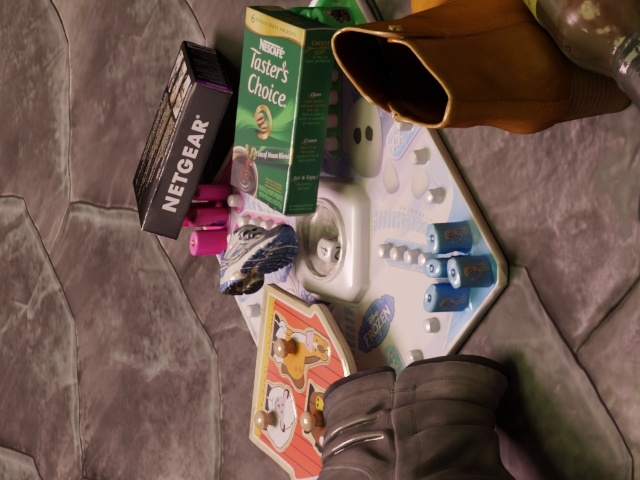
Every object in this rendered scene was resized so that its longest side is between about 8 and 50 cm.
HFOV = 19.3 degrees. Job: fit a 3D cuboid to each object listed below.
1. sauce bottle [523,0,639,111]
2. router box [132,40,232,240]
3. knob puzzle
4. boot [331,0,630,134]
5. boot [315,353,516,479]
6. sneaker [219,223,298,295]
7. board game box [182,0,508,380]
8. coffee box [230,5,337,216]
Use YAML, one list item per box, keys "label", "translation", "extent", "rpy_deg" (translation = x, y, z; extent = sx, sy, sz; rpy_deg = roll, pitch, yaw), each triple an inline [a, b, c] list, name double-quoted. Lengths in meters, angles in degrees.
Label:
- label: "sauce bottle"
  translation: [0.208, -0.207, 1.451]
  extent: [0.344, 0.111, 0.111]
  rpy_deg: [59, 139, 32]
- label: "router box"
  translation: [-0.150, -0.108, 2.012]
  extent: [0.133, 0.046, 0.179]
  rpy_deg: [-110, 39, -63]
- label: "knob puzzle"
  translation: [-0.018, 0.153, 1.822]
  extent: [0.213, 0.030, 0.213]
  rpy_deg: [10, 102, 56]
- label: "boot"
  translation: [0.094, -0.169, 1.535]
  extent: [0.295, 0.211, 0.104]
  rpy_deg: [40, 125, 49]
- label: "boot"
  translation: [0.136, 0.187, 1.576]
  extent: [0.118, 0.338, 0.222]
  rpy_deg: [68, -151, -42]
- label: "sneaker"
  translation: [-0.068, 0.007, 1.865]
  extent: [0.135, 0.052, 0.058]
  rpy_deg: [-39, 57, 52]
- label: "board game box"
  translation: [0.000, 0.000, 1.851]
  extent: [0.390, 0.050, 0.390]
  rpy_deg: [-58, 47, 43]
- label: "coffee box"
  translation: [-0.038, -0.127, 1.810]
  extent: [0.113, 0.040, 0.184]
  rpy_deg: [31, 120, 52]
